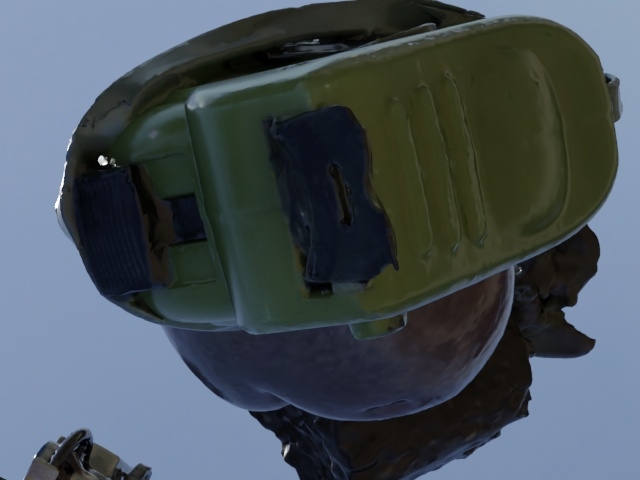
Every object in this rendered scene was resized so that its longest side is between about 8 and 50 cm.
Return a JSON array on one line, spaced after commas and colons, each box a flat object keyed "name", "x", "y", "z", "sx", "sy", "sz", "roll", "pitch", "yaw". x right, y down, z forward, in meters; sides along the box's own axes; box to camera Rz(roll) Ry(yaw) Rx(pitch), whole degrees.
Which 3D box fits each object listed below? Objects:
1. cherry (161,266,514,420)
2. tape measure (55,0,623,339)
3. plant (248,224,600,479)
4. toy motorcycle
[{"name": "cherry", "x": -0.003, "y": -0.002, "z": 0.843, "sx": 0.140, "sy": 0.176, "sz": 0.176, "roll": -38, "pitch": -84, "yaw": -40}, {"name": "tape measure", "x": 0.006, "y": -0.028, "z": 0.652, "sx": 0.200, "sy": 0.175, "sz": 0.106, "roll": -24, "pitch": -78, "yaw": -50}, {"name": "plant", "x": 0.062, "y": 0.055, "z": 1.077, "sx": 0.203, "sy": 0.142, "sz": 0.131, "roll": -24, "pitch": -105, "yaw": -26}, {"name": "toy motorcycle", "x": -0.170, "y": 0.195, "z": 1.224, "sx": 0.102, "sy": 0.150, "sz": 0.221, "roll": 28, "pitch": 168, "yaw": 12}]
